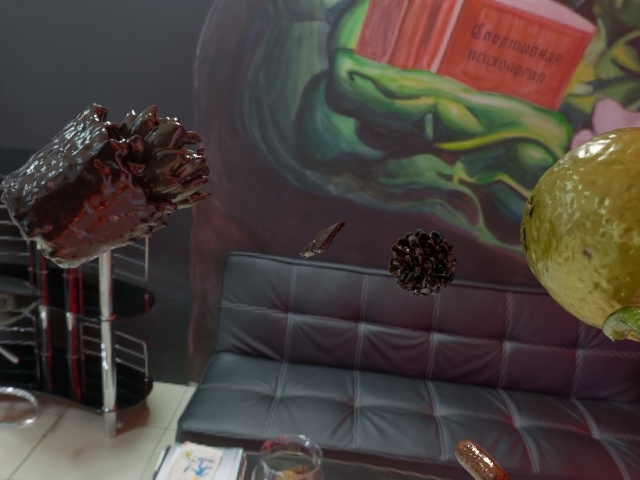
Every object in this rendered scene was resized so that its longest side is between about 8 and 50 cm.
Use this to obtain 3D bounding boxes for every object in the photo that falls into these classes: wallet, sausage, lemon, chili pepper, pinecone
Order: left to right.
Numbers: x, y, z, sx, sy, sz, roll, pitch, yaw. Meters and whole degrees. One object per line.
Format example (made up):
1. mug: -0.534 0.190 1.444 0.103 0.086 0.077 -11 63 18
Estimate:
1. wallet: 0.000 0.000 1.354 0.026 0.095 0.176 43 -17 -9
2. pinecone: 0.199 0.046 1.091 0.140 0.140 0.121 20 21 37
3. sausage: 0.421 0.589 1.438 0.076 0.076 0.197 2 8 -15
4. chili pepper: 0.430 0.114 0.759 0.043 0.049 0.208 44 3 17
5. lemon: 0.538 -0.008 0.934 0.350 0.350 0.387 -3 34 -29

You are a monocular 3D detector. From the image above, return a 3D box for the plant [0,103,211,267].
1. plant: -0.219 -0.067 0.581 0.194 0.129 0.132 -32 46 -10
